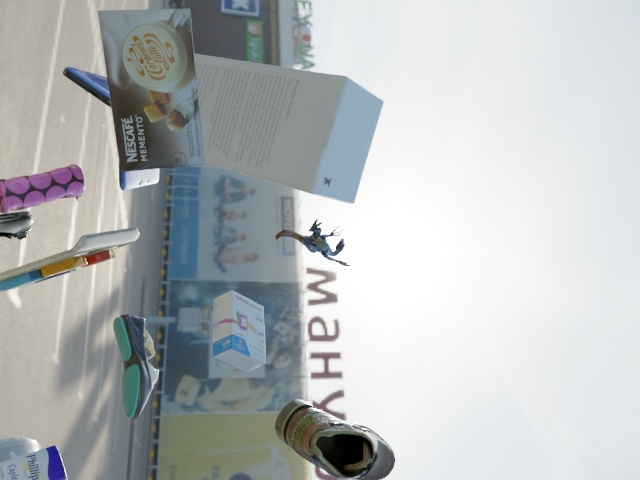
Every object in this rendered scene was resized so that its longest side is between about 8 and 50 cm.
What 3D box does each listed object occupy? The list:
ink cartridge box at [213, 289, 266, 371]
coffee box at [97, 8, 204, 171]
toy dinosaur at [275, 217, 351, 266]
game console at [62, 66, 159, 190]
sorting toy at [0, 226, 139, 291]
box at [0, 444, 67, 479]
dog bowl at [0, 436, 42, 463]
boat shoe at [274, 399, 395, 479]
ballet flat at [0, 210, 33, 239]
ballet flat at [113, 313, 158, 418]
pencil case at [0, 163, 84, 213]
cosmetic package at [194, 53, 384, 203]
[{"bbox_3d":[-0.148,0.165,1.120,0.052,0.088,0.123,-30,-132,25],"label":"ink cartridge box"},{"bbox_3d":[-0.275,-0.247,1.009,0.098,0.141,0.247,-134,-139,-67],"label":"coffee box"},{"bbox_3d":[0.000,0.000,0.769,0.082,0.090,0.047,59,46,-69],"label":"toy dinosaur"},{"bbox_3d":[-0.496,-0.268,1.485,0.173,0.250,0.293,-56,-176,7],"label":"game console"},{"bbox_3d":[-0.417,0.039,0.989,0.193,0.208,0.038,-29,96,-80],"label":"sorting toy"},{"bbox_3d":[-0.390,0.351,0.775,0.072,0.137,0.126,31,-54,50],"label":"box"},{"bbox_3d":[-0.731,0.568,1.279,0.102,0.348,0.349,46,-36,23],"label":"dog bowl"},{"bbox_3d":[0.049,0.387,1.103,0.104,0.307,0.111,17,-103,50],"label":"boat shoe"},{"bbox_3d":[-0.638,-0.015,1.164,0.250,0.084,0.058,-38,124,-75],"label":"ballet flat"},{"bbox_3d":[-0.347,0.237,1.179,0.074,0.074,0.203,119,-42,-62],"label":"ballet flat"},{"bbox_3d":[-0.672,-0.122,1.457,0.098,0.209,0.095,12,-69,36],"label":"pencil case"},{"bbox_3d":[-0.118,-0.246,1.310,0.453,0.161,0.230,20,-85,34],"label":"cosmetic package"}]
